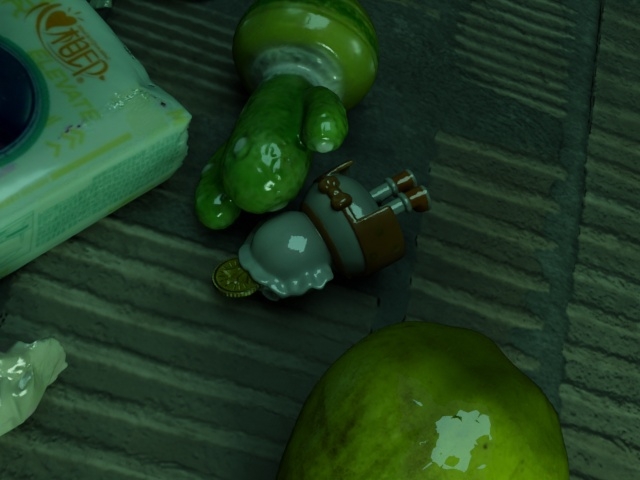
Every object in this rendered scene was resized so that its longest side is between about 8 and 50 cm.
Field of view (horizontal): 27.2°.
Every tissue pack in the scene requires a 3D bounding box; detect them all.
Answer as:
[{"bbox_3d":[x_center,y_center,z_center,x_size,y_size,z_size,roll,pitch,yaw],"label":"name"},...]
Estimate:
[{"bbox_3d":[-0.384,-0.115,1.492,0.388,0.162,0.287,-33,75,-31],"label":"tissue pack"}]

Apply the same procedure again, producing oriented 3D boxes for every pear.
[{"bbox_3d":[0.084,0.249,1.337,0.375,0.287,0.287,-37,73,-17],"label":"pear"}]

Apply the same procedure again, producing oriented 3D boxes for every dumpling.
[{"bbox_3d":[-0.342,0.146,1.354,0.188,0.127,0.108,-10,74,-26],"label":"dumpling"}]

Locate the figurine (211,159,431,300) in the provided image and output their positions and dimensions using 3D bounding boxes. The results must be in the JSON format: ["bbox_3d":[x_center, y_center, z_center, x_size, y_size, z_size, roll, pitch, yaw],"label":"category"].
[{"bbox_3d":[0.001,-0.008,1.548,0.271,0.143,0.143,-16,64,-24],"label":"figurine"}]

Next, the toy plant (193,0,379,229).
[{"bbox_3d":[-0.038,-0.154,1.596,0.184,0.224,0.315,40,48,-30],"label":"toy plant"}]

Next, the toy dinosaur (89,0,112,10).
[{"bbox_3d":[-0.286,-0.373,1.695,0.393,0.092,0.205,7,84,-23],"label":"toy dinosaur"}]
